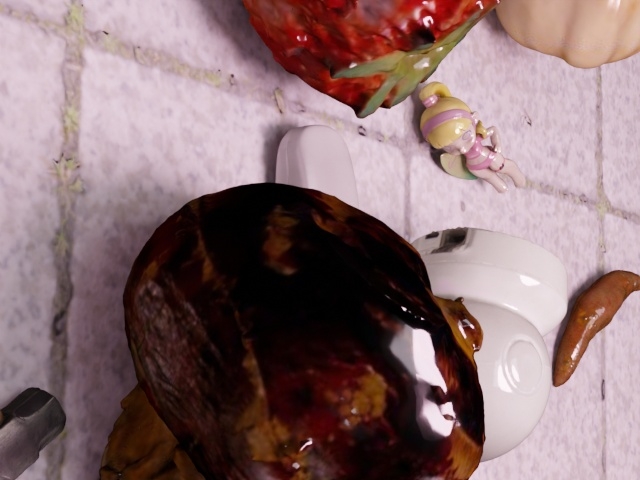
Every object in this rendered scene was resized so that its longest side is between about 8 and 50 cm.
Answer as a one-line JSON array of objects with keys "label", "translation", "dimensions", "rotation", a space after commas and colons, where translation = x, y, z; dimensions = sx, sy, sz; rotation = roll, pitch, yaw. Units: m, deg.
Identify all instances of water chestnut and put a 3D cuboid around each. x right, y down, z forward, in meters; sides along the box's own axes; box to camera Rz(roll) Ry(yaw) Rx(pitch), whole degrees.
[{"label": "water chestnut", "translation": [-0.044, 0.123, 1.063], "dimensions": [0.335, 0.347, 0.335], "rotation": [50, 8, -10]}]

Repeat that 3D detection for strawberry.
[{"label": "strawberry", "translation": [0.035, -0.298, 1.205], "dimensions": [0.310, 0.292, 0.292], "rotation": [46, 47, -5]}]

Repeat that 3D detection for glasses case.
[{"label": "glasses case", "translation": [0.000, 0.000, 1.281], "dimensions": [0.092, 0.059, 0.233], "rotation": [-4, 90, -50]}]

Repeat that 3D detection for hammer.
[{"label": "hammer", "translation": [-0.299, 0.017, 0.915], "dimensions": [0.111, 0.043, 0.365], "rotation": [-41, 116, -46]}]

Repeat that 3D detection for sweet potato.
[{"label": "sweet potato", "translation": [0.382, 0.100, 1.762], "dimensions": [0.255, 0.058, 0.078], "rotation": [-44, 140, -41]}]

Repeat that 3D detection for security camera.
[{"label": "security camera", "translation": [0.162, 0.126, 1.368], "dimensions": [0.194, 0.194, 0.236], "rotation": [37, 58, -44]}]

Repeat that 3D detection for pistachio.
[{"label": "pistachio", "translation": [0.333, -0.366, 1.624], "dimensions": [0.229, 0.238, 0.321], "rotation": [7, 65, -9]}]

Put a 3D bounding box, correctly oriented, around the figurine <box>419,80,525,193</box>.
[{"label": "figurine", "translation": [0.178, -0.117, 1.520], "dimensions": [0.187, 0.083, 0.083], "rotation": [35, 59, -37]}]
